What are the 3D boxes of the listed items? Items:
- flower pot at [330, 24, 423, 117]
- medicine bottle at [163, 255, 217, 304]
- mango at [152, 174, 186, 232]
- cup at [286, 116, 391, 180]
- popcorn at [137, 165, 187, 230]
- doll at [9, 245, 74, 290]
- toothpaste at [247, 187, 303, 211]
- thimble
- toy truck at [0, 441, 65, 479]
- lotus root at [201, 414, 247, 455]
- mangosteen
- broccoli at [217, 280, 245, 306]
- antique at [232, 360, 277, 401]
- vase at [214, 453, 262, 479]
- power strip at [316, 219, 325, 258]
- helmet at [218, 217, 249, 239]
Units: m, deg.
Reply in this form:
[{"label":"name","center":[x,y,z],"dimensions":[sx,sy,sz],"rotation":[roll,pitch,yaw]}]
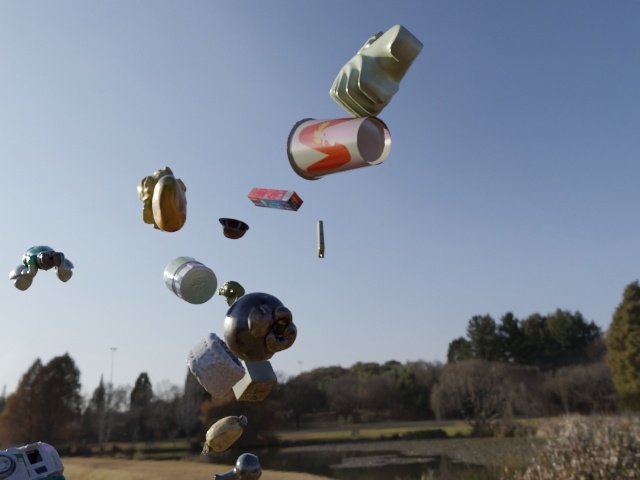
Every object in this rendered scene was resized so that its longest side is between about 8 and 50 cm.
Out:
[{"label":"flower pot","center":[0.159,-0.492,1.539],"dimensions":[0.164,0.254,0.367],"rotation":[38,10,-13]},{"label":"medicine bottle","center":[-0.416,0.126,1.656],"dimensions":[0.135,0.135,0.168],"rotation":[9,2,-35]},{"label":"mango","center":[-0.430,-0.103,1.462],"dimensions":[0.089,0.165,0.115],"rotation":[-15,17,-25]},{"label":"cup","center":[0.058,-0.281,1.524],"dimensions":[0.202,0.203,0.288],"rotation":[12,-4,-39]},{"label":"popcorn","center":[-0.601,-0.162,2.002],"dimensions":[0.189,0.254,0.191],"rotation":[-10,4,14]},{"label":"doll","center":[-0.954,0.092,1.751],"dimensions":[0.194,0.153,0.258],"rotation":[-2,-2,-13]},{"label":"toothpaste","center":[-0.215,-0.192,2.405],"dimensions":[0.320,0.066,0.076],"rotation":[12,-29,47]},{"label":"thimble","center":[-0.425,0.502,2.103],"dimensions":[0.157,0.245,0.217],"rotation":[-40,-48,-10]},{"label":"toy truck","center":[-0.642,0.637,1.177],"dimensions":[0.177,0.363,0.177],"rotation":[-5,-52,-53]},{"label":"lotus root","center":[-0.267,0.527,1.403],"dimensions":[0.152,0.072,0.063],"rotation":[-42,-13,-2]},{"label":"mangosteen","center":[-0.164,0.256,1.521],"dimensions":[0.249,0.212,0.211],"rotation":[-4,-14,40]},{"label":"broccoli","center":[-0.412,0.247,2.409],"dimensions":[0.131,0.121,0.130],"rotation":[-2,-10,29]},{"label":"antique","center":[-0.298,0.635,2.332],"dimensions":[0.151,0.148,0.147],"rotation":[14,-60,-39]},{"label":"vase","center":[-0.324,0.911,2.021],"dimensions":[0.182,0.120,0.120],"rotation":[-18,-17,-8]},{"label":"power strip","center":[0.000,0.000,2.167],"dimensions":[0.028,0.169,0.076],"rotation":[0,-37,-5]},{"label":"helmet","center":[-0.311,-0.035,1.820],"dimensions":[0.111,0.089,0.057],"rotation":[10,-62,-26]}]
